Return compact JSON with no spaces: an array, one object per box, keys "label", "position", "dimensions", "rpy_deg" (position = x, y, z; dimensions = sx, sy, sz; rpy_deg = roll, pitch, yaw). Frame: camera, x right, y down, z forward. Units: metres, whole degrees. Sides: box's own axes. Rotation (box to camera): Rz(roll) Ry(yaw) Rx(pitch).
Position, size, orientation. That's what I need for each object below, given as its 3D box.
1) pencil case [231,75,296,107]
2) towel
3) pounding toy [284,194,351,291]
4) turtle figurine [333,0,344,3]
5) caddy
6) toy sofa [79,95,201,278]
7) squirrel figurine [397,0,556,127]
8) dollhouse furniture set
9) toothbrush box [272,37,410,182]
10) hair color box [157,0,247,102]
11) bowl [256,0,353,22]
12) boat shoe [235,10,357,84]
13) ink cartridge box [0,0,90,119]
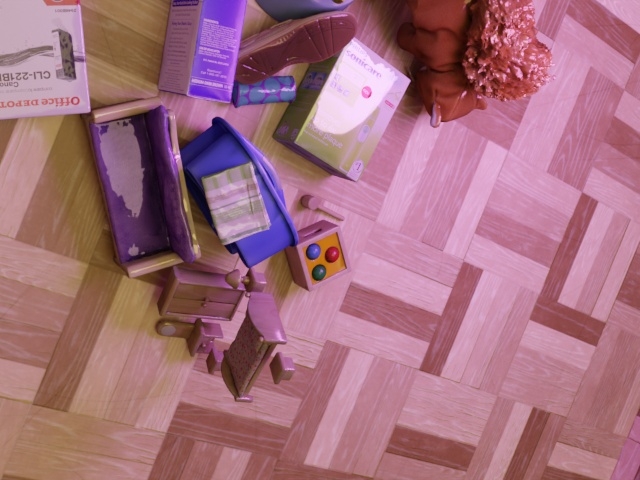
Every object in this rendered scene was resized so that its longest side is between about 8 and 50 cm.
[{"label":"pencil case","position":[-0.131,-0.340,1.918],"dimensions":[0.151,0.070,0.065],"rpy_deg":[-9,72,-25]},{"label":"towel","position":[-0.172,-0.075,1.719],"dimensions":[0.113,0.023,0.152],"rpy_deg":[-21,114,-13]},{"label":"pounding toy","position":[0.006,-0.009,2.064],"dimensions":[0.181,0.094,0.206],"rpy_deg":[-25,114,-23]},{"label":"turtle figurine","position":[0.077,-0.621,1.765],"dimensions":[0.217,0.087,0.269],"rpy_deg":[-43,128,-6]},{"label":"caddy","position":[-0.171,-0.108,1.852],"dimensions":[0.179,0.241,0.341],"rpy_deg":[-35,118,-13]},{"label":"toy sofa","position":[-0.378,-0.111,1.768],"dimensions":[0.150,0.177,0.363],"rpy_deg":[-17,111,-26]},{"label":"squirrel figurine","position":[0.345,-0.442,1.988],"dimensions":[0.281,0.397,0.371],"rpy_deg":[-23,126,-34]},{"label":"dollhouse furniture set","position":[-0.228,0.234,1.781],"dimensions":[0.173,0.356,0.303],"rpy_deg":[9,127,-28]},{"label":"toothbrush box","position":[0.051,-0.313,1.998],"dimensions":[0.206,0.122,0.283],"rpy_deg":[30,85,-32]},{"label":"hair color box","position":[-0.239,-0.468,1.753],"dimensions":[0.110,0.185,0.339],"rpy_deg":[4,101,-31]},{"label":"bowl","position":[-0.002,-0.631,1.863],"dimensions":[0.311,0.163,0.312],"rpy_deg":[-8,107,-28]},{"label":"boat shoe","position":[-0.066,-0.447,1.874],"dimensions":[0.302,0.098,0.109],"rpy_deg":[-25,136,-5]},{"label":"ink cartridge box","position":[-0.567,-0.376,1.627],"dimensions":[0.196,0.114,0.273],"rpy_deg":[-10,108,-28]}]
